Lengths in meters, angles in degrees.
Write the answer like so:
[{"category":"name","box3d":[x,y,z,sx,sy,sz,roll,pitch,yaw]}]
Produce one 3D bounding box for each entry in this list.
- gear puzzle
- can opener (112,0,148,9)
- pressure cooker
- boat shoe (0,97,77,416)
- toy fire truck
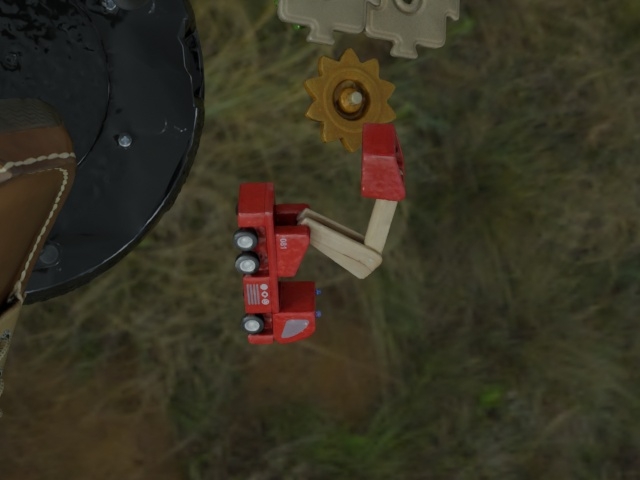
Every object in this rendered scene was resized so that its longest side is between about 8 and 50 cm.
[{"category":"gear puzzle","box3d":[0.035,-0.238,1.268,0.175,0.044,0.339,6,81,-26]},{"category":"can opener","box3d":[-0.152,-0.260,0.899,0.095,0.076,0.283,59,-3,31]},{"category":"pressure cooker","box3d":[-0.320,-0.130,1.319,0.370,0.420,0.375,-19,101,-16]},{"category":"boat shoe","box3d":[-0.205,0.058,0.749,0.122,0.324,0.120,-16,68,-47]},{"category":"toy fire truck","box3d":[0.000,0.000,1.178,0.047,0.135,0.192,-89,177,-52]}]
